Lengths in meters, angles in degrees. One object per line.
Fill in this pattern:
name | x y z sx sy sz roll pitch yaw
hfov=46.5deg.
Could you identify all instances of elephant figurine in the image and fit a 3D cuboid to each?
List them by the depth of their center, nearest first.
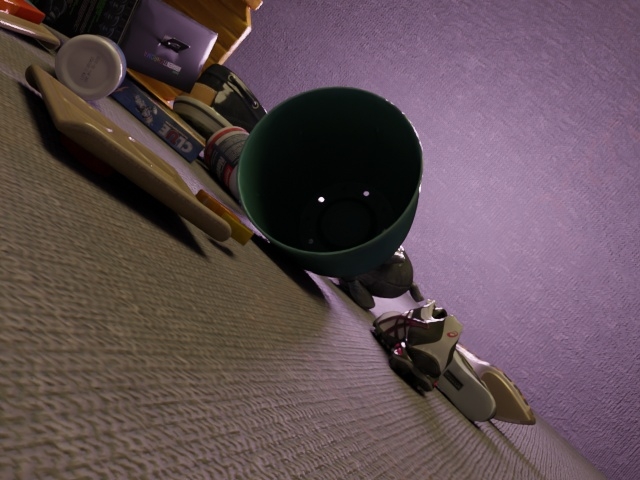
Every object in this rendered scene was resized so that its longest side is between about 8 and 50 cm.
elephant figurine | 0.087 0.056 1.510 0.239 0.185 0.170 -1 85 -69

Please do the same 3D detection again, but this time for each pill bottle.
pill bottle | -0.321 -0.247 1.058 0.087 0.087 0.160 40 4 -17
pill bottle | -0.140 -0.134 1.429 0.180 0.108 0.108 45 5 41

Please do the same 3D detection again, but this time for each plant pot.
plant pot | 0.028 -0.069 1.253 0.293 0.293 0.235 43 -10 22

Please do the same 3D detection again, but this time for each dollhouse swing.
dollhouse swing | -0.372 -0.520 1.596 0.315 0.347 0.305 43 3 14

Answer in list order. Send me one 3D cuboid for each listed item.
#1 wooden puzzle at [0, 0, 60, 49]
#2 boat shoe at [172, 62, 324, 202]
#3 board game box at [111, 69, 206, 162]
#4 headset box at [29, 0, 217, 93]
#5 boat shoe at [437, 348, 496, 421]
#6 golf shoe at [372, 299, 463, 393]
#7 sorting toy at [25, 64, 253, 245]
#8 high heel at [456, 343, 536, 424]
wooden puzzle | -0.498 -0.379 1.076 0.221 0.044 0.239 42 4 0
boat shoe | -0.119 -0.201 1.656 0.186 0.156 0.500 12 -21 42
board game box | -0.320 -0.247 1.391 0.243 0.042 0.165 41 4 -14
headset box | -0.363 -0.396 1.351 0.283 0.131 0.246 31 9 22
boat shoe | 0.229 0.234 1.332 0.219 0.077 0.070 53 9 25
golf shoe | 0.166 0.155 1.221 0.105 0.120 0.273 39 3 -10
sorting toy | -0.186 -0.066 0.833 0.307 0.041 0.229 39 1 -39
high heel | 0.354 0.300 1.578 0.261 0.093 0.186 34 7 25
